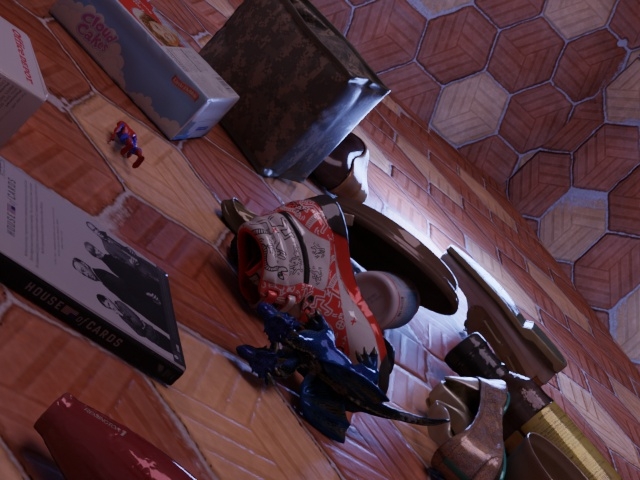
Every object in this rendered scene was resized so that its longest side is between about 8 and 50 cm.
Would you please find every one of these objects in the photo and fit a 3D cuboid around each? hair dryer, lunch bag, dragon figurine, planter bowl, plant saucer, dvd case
[{"bbox_3d":[-0.127,0.217,0.851,0.224,0.080,0.293,30,20,-45],"label":"hair dryer"},{"bbox_3d":[-0.070,-0.276,2.089,0.287,0.235,0.169,52,21,22],"label":"lunch bag"},{"bbox_3d":[0.022,0.166,1.412,0.289,0.085,0.144,41,15,-14],"label":"dragon figurine"},{"bbox_3d":[0.287,0.345,1.623,0.162,0.109,0.162,42,15,-14],"label":"planter bowl"},{"bbox_3d":[0.105,0.018,1.932,0.278,0.041,0.278,35,-11,8],"label":"plant saucer"},{"bbox_3d":[-0.234,0.023,1.195,0.239,0.029,0.179,37,16,-29],"label":"dvd case"}]

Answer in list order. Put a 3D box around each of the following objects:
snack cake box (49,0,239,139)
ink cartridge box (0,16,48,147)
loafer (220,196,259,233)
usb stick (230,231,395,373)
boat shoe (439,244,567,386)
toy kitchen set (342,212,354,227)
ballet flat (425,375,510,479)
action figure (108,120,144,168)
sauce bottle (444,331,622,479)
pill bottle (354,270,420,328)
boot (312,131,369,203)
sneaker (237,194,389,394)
[{"bbox_3d":[-0.256,-0.273,1.844,0.264,0.089,0.152,47,16,5],"label":"snack cake box"},{"bbox_3d":[-0.388,-0.200,1.259,0.203,0.086,0.148,35,18,-39],"label":"ink cartridge box"},{"bbox_3d":[-0.074,-0.012,1.713,0.148,0.050,0.056,42,14,-15],"label":"loafer"},{"bbox_3d":[-0.007,0.086,1.644,0.278,0.045,0.077,41,23,-18],"label":"usb stick"},{"bbox_3d":[0.307,0.144,2.260,0.302,0.103,0.113,50,14,14],"label":"boat shoe"},{"bbox_3d":[0.000,0.000,1.803,0.068,0.083,0.075,12,-7,-12],"label":"toy kitchen set"},{"bbox_3d":[0.195,0.239,1.683,0.106,0.107,0.316,35,14,-3],"label":"ballet flat"},{"bbox_3d":[-0.246,-0.125,1.582,0.038,0.030,0.115,45,8,-26],"label":"action figure"},{"bbox_3d":[0.324,0.287,1.891,0.344,0.111,0.111,51,15,16],"label":"sauce bottle"},{"bbox_3d":[0.094,0.088,1.837,0.087,0.087,0.160,50,14,16],"label":"pill bottle"},{"bbox_3d":[-0.001,-0.187,2.334,0.207,0.090,0.248,40,18,-29],"label":"boot"},{"bbox_3d":[-0.017,0.087,1.545,0.145,0.090,0.270,-18,92,-32],"label":"sneaker"}]
